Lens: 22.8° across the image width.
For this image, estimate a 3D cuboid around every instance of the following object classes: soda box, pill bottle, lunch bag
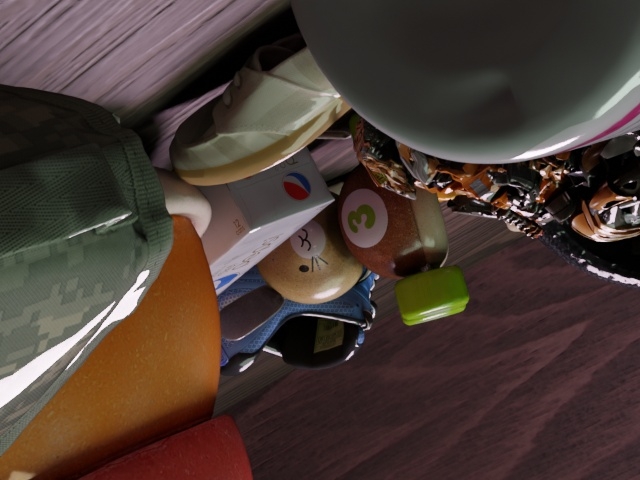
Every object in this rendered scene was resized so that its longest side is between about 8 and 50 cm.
[{"bbox_3d":[-0.081,-0.007,1.094,0.074,0.069,0.216,-22,170,-35],"label":"soda box"},{"bbox_3d":[0.124,-0.127,0.640,0.160,0.160,0.283,-33,171,35],"label":"pill bottle"},{"bbox_3d":[-0.213,0.038,0.529,0.235,0.169,0.287,-20,174,-46],"label":"lunch bag"}]

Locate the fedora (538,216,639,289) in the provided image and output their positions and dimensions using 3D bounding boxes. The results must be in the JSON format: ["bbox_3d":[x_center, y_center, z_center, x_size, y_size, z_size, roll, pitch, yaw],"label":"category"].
[{"bbox_3d":[0.282,-0.117,1.177,0.334,0.334,0.152,-33,-154,36],"label":"fedora"}]

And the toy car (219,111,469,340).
[{"bbox_3d":[0.000,0.000,1.188,0.188,0.155,0.149,-15,173,2],"label":"toy car"}]

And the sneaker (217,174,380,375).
[{"bbox_3d":[-0.006,0.039,1.380,0.330,0.147,0.130,-21,170,-46],"label":"sneaker"}]

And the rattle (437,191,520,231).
[{"bbox_3d":[0.149,-0.080,1.446,0.143,0.130,0.199,-19,-157,21],"label":"rattle"}]

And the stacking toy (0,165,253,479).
[{"bbox_3d":[-0.130,0.226,0.901,0.351,0.479,0.350,-28,173,-4],"label":"stacking toy"}]

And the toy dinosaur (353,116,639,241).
[{"bbox_3d":[0.194,-0.074,1.061,0.322,0.164,0.218,-10,151,-21],"label":"toy dinosaur"}]

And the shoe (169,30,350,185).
[{"bbox_3d":[0.002,-0.098,0.847,0.219,0.058,0.076,-26,-155,24],"label":"shoe"}]

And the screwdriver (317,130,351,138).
[{"bbox_3d":[-0.017,-0.059,0.908,0.024,0.025,0.170,-57,-153,-11],"label":"screwdriver"}]
